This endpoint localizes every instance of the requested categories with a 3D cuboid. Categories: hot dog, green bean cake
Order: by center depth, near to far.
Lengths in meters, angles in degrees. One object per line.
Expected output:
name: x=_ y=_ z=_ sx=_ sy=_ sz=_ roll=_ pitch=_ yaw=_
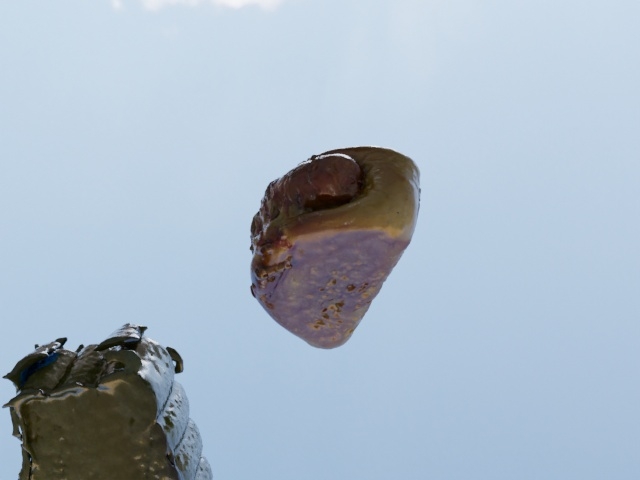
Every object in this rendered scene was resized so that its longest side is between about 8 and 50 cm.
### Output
hot dog: x=0.000 y=0.000 z=1.337 sx=0.153 sy=0.256 sz=0.150 roll=20 pitch=-134 yaw=-8
green bean cake: x=-0.270 y=0.253 z=1.388 sx=0.285 sy=0.310 sz=0.202 roll=-10 pitch=-166 yaw=9
